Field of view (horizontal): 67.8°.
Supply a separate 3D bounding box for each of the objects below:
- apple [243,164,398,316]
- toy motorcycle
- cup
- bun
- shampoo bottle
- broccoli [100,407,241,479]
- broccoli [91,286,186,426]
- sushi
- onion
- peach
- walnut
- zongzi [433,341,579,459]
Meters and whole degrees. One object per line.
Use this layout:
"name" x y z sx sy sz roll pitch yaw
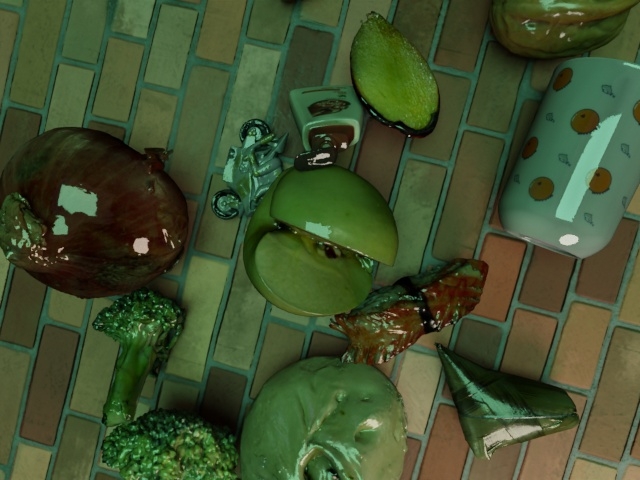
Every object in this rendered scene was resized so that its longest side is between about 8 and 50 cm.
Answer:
"apple" 0.000 0.000 0.887 0.254 0.292 0.291 20 94 -25
"toy motorcycle" -0.129 -0.132 0.999 0.153 0.073 0.224 24 96 2
"cup" 0.471 -0.138 0.876 0.213 0.212 0.317 24 95 4
"bun" 0.003 0.398 0.934 0.326 0.234 0.362 44 89 7
"shampoo bottle" 0.007 -0.213 0.887 0.153 0.284 0.071 -1 125 2
"broccoli" -0.277 0.440 0.924 0.288 0.260 0.235 34 95 -35
"broccoli" -0.380 0.240 0.964 0.177 0.198 0.274 10 60 -14
"sushi" 0.180 0.134 0.936 0.332 0.130 0.124 -24 95 -15
"onion" -0.429 -0.053 0.924 0.354 0.353 0.353 0 92 5
"peach" 0.132 -0.318 0.946 0.189 0.068 0.279 -7 76 -27
"walnut" 0.443 -0.447 0.861 0.257 0.257 0.224 -1 125 5
"zongzi" 0.368 0.285 0.952 0.221 0.112 0.241 -19 90 7
